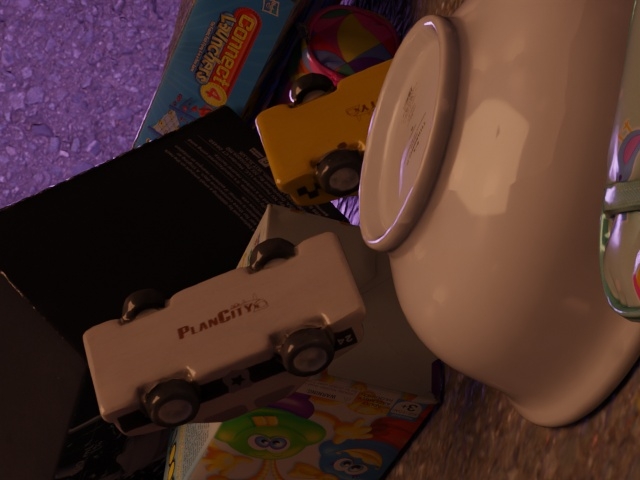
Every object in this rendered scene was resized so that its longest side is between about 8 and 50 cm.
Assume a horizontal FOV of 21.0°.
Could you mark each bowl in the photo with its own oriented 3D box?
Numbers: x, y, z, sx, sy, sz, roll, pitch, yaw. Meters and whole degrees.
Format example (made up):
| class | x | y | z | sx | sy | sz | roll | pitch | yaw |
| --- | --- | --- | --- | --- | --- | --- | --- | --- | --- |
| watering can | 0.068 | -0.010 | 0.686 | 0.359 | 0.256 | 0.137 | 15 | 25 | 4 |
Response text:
| class | x | y | z | sx | sy | sz | roll | pitch | yaw |
| --- | --- | --- | --- | --- | --- | --- | --- | --- | --- |
| bowl | 0.108 | -0.049 | 1.017 | 0.298 | 0.134 | 0.298 | -166 | 90 | -76 |

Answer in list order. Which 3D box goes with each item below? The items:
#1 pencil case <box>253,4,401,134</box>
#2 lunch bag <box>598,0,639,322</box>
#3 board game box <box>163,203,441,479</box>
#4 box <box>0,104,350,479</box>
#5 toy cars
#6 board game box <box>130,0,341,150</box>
| class | x | y | z | sx | sy | sz | roll | pitch | yaw |
| --- | --- | --- | --- | --- | --- | --- | --- | --- | --- |
| pencil case | -0.003 | -0.127 | 1.641 | 0.236 | 0.104 | 0.104 | 121 | 159 | -58 |
| lunch bag | 0.206 | -0.058 | 0.661 | 0.279 | 0.108 | 0.224 | 171 | 112 | -76 |
| board game box | -0.020 | 0.120 | 1.354 | 0.275 | 0.142 | 0.144 | 120 | 159 | -50 |
| box | -0.179 | 0.097 | 1.582 | 0.179 | 0.312 | 0.343 | 44 | 139 | 21 |
| toy cars | 0.000 | 0.000 | 1.200 | 0.393 | 0.176 | 0.087 | -53 | -38 | -25 |
| board game box | -0.051 | -0.225 | 1.708 | 0.308 | 0.086 | 0.302 | -57 | -3 | -44 |
